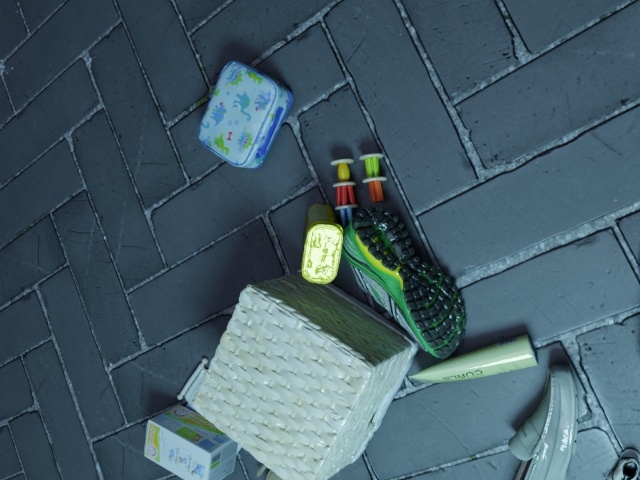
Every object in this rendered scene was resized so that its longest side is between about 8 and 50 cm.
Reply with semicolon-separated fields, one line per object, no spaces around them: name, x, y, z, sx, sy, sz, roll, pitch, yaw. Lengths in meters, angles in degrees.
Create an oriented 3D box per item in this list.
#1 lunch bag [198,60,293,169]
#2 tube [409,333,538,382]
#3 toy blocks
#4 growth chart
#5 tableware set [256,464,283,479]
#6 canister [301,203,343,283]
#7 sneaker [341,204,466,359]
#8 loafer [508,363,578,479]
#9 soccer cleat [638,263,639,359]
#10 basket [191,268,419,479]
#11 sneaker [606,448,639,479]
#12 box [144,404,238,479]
lunch bag;-0.173;-0.285;1.343;0.176;0.090;0.219;33;107;23
tube;0.300;0.246;1.140;0.240;0.062;0.070;-21;110;23
toy blocks;0.085;-0.103;1.241;0.123;0.054;0.148;-6;90;28
growth chart;-0.272;0.440;1.470;0.237;0.021;0.172;48;112;17
tableware set;-0.056;0.533;1.355;0.194;0.039;0.128;-52;55;14
canister;0.000;0.000;1.217;0.073;0.170;0.126;7;108;-5
sneaker;0.167;0.092;1.191;0.343;0.134;0.146;56;150;6
loafer;0.406;0.381;1.072;0.111;0.112;0.319;8;97;18
soccer cleat;0.581;0.121;0.978;0.083;0.095;0.248;3;94;27
basket;-0.029;0.281;1.204;0.331;0.266;0.328;31;105;21
sneaker;0.542;0.429;1.044;0.040;0.044;0.109;18;102;23
box;-0.317;0.503;1.423;0.203;0.114;0.103;16;104;27
